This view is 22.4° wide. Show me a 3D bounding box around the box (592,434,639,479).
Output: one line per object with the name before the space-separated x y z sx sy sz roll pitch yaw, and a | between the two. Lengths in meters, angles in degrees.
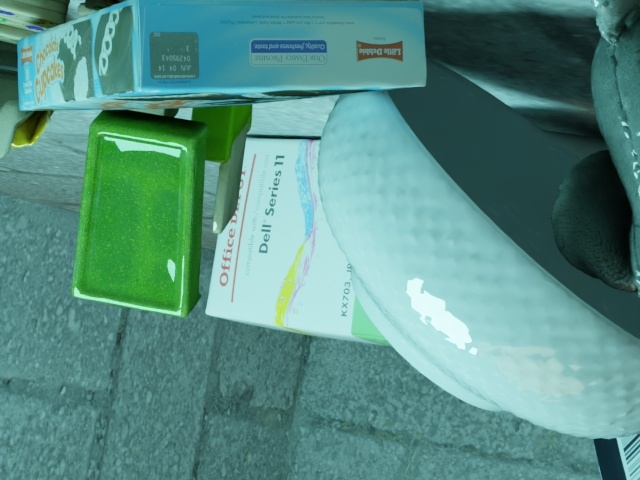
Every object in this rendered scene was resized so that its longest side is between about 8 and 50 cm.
box | 0.446 0.146 1.364 0.396 0.293 0.212 -2 152 -13

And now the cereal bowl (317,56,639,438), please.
cereal bowl | 0.127 0.020 1.170 0.339 0.141 0.339 34 -159 -15

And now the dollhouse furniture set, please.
dollhouse furniture set | -0.224 -0.068 1.342 0.302 0.151 0.197 10 -156 7

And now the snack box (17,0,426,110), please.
snack box | -0.082 -0.123 1.104 0.187 0.060 0.322 -3 -176 -22

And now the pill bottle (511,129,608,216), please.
pill bottle | 0.230 -0.028 1.427 0.229 0.131 0.131 5 177 -26

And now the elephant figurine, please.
elephant figurine | 0.234 -0.016 0.997 0.186 0.239 0.169 9 175 4

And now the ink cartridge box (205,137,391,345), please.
ink cartridge box | 0.000 0.000 1.745 0.354 0.207 0.119 4 174 42

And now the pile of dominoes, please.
pile of dominoes | -0.190 -0.176 1.154 0.196 0.040 0.251 12 175 -21
